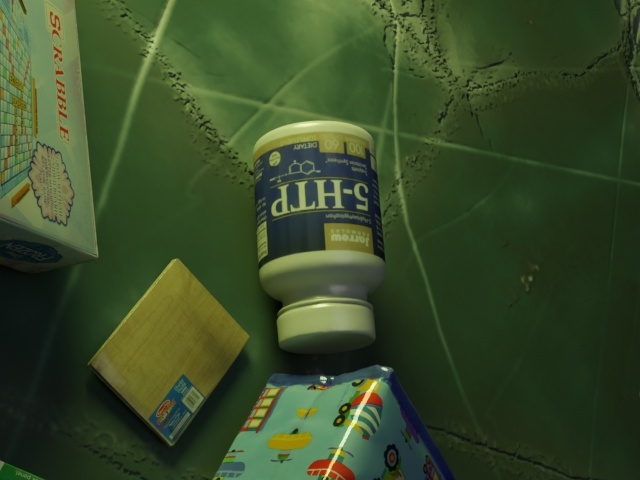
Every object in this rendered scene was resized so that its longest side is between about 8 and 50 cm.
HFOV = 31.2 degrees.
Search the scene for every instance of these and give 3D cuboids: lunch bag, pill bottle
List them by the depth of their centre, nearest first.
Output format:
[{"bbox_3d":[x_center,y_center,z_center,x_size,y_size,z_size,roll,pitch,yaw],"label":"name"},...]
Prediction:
[{"bbox_3d":[0.035,0.283,0.940,0.293,0.138,0.221,54,47,-28],"label":"lunch bag"},{"bbox_3d":[0.000,0.000,1.007,0.112,0.112,0.187,10,67,-38],"label":"pill bottle"}]

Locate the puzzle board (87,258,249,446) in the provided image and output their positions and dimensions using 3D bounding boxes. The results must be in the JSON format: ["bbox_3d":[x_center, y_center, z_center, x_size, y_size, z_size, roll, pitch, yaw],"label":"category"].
[{"bbox_3d":[-0.122,0.090,0.937,0.096,0.011,0.128,49,49,-17],"label":"puzzle board"}]

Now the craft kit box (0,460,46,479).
[{"bbox_3d":[-0.291,0.233,0.707,0.250,0.061,0.247,31,58,-28],"label":"craft kit box"}]

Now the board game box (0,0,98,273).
[{"bbox_3d":[-0.264,-0.161,0.767,0.318,0.066,0.319,35,45,-68],"label":"board game box"}]
